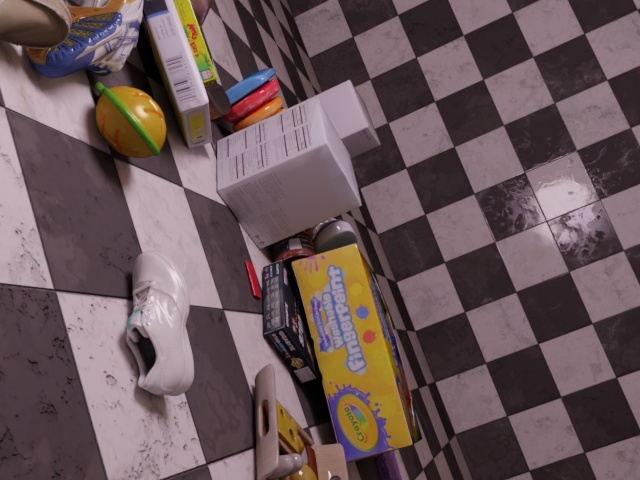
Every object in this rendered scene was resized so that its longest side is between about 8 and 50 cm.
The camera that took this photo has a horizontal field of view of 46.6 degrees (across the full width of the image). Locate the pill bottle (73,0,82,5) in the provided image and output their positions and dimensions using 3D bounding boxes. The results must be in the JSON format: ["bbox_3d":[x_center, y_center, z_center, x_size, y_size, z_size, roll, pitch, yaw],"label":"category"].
[{"bbox_3d":[-0.391,-0.551,1.304,0.162,0.162,0.278,48,21,-56],"label":"pill bottle"}]

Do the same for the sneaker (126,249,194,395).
[{"bbox_3d":[-0.231,0.105,1.014,0.094,0.080,0.212,22,47,-57],"label":"sneaker"}]

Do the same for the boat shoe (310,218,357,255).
[{"bbox_3d":[0.008,-0.003,1.961,0.156,0.135,0.367,63,-8,19],"label":"boat shoe"}]

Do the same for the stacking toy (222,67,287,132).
[{"bbox_3d":[-0.117,-0.260,1.830,0.302,0.175,0.166,55,16,-13],"label":"stacking toy"}]

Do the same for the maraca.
[{"bbox_3d":[-0.307,-0.194,1.181,0.185,0.099,0.127,40,-16,51],"label":"maraca"}]

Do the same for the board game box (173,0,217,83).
[{"bbox_3d":[-0.268,-0.411,1.539,0.092,0.043,0.181,-162,-128,-76],"label":"board game box"}]

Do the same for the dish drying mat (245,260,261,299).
[{"bbox_3d":[-0.143,0.084,1.573,0.032,0.008,0.083,42,28,-61],"label":"dish drying mat"}]

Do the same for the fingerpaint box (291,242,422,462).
[{"bbox_3d":[0.098,0.269,1.733,0.371,0.163,0.445,50,24,-72],"label":"fingerpaint box"}]

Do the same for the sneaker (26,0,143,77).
[{"bbox_3d":[-0.348,-0.304,1.160,0.296,0.111,0.131,-68,169,-51],"label":"sneaker"}]

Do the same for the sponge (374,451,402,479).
[{"bbox_3d":[0.188,0.626,1.946,0.117,0.031,0.210,46,24,-59],"label":"sponge"}]

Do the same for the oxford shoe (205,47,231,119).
[{"bbox_3d":[-0.279,-0.370,1.668,0.076,0.076,0.212,-26,97,-51],"label":"oxford shoe"}]

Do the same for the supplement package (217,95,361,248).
[{"bbox_3d":[-0.074,-0.155,1.696,0.198,0.262,0.199,-99,162,-48],"label":"supplement package"}]

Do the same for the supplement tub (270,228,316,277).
[{"bbox_3d":[-0.076,-0.015,1.809,0.106,0.106,0.198,50,21,-54],"label":"supplement tub"}]

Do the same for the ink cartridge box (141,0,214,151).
[{"bbox_3d":[-0.294,-0.348,1.492,0.307,0.072,0.304,127,-58,-76],"label":"ink cartridge box"}]

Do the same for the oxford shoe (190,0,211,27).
[{"bbox_3d":[-0.346,-0.652,1.878,0.364,0.130,0.133,-107,-161,-50],"label":"oxford shoe"}]

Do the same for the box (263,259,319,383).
[{"bbox_3d":[-0.066,0.177,1.628,0.220,0.051,0.175,-96,161,-53],"label":"box"}]

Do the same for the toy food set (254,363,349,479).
[{"bbox_3d":[-0.022,0.388,1.332,0.220,0.092,0.306,-98,161,-49],"label":"toy food set"}]

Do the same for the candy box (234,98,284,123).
[{"bbox_3d":[-0.101,-0.227,2.056,0.317,0.122,0.268,16,53,-76],"label":"candy box"}]

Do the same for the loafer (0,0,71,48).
[{"bbox_3d":[-0.409,-0.281,0.905,0.268,0.102,0.092,10,59,-65],"label":"loafer"}]

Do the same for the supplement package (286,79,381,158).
[{"bbox_3d":[0.012,-0.341,2.338,0.177,0.293,0.175,34,35,-67],"label":"supplement package"}]
